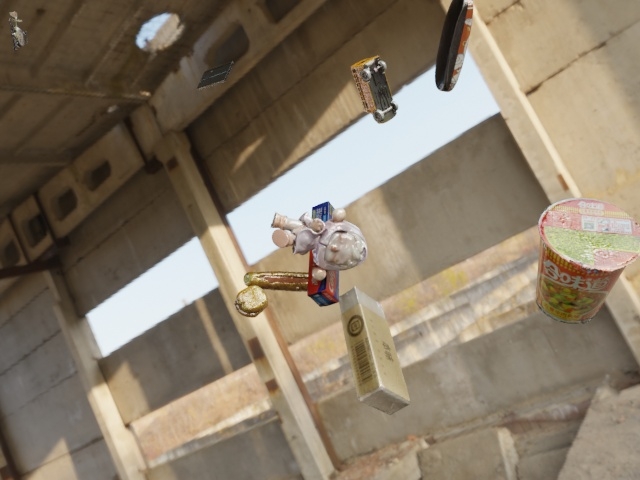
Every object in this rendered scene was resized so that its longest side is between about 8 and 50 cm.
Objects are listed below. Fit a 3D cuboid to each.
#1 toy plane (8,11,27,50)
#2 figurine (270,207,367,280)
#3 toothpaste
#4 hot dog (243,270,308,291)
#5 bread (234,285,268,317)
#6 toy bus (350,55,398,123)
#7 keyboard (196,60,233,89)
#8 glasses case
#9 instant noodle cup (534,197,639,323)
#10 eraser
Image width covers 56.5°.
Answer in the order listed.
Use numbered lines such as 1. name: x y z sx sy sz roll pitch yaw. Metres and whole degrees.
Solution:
1. toy plane: -0.975 -0.671 1.913 0.031 0.120 0.049 8 18 18
2. figurine: 0.001 0.000 1.563 0.276 0.200 0.133 16 9 -20
3. toothpaste: 0.012 0.034 1.712 0.066 0.320 0.076 -19 -42 24
4. hot dog: -0.102 0.131 1.886 0.286 0.061 0.088 3 -12 -14
5. bread: -0.171 0.150 1.484 0.081 0.083 0.046 16 -31 1
6. toy bus: 0.137 -0.381 1.523 0.069 0.162 0.074 -36 28 -29
7. keyboard: -0.477 -0.692 2.526 0.041 0.103 0.381 30 -12 -40
8. glasses case: 0.380 -0.561 1.702 0.067 0.266 0.103 4 26 -9
9. instant noodle cup: 0.512 0.056 1.182 0.193 0.193 0.212 -24 -42 -16
10. eraser: 0.142 0.296 1.635 0.078 0.343 0.144 -36 -49 23
